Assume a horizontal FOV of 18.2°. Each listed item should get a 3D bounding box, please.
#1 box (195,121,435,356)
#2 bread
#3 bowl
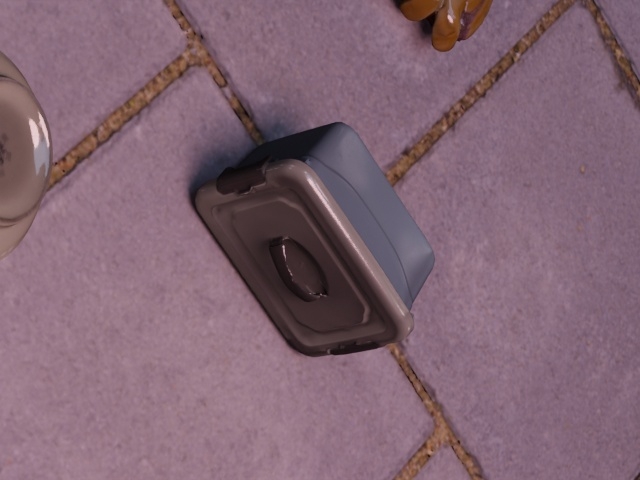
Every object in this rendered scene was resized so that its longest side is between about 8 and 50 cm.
[{"bbox_3d":[0.000,0.000,1.965,0.227,0.162,0.130,56,46,-20],"label":"box"},{"bbox_3d":[0.104,-0.316,2.119,0.134,0.081,0.225,-48,113,-36],"label":"bread"},{"bbox_3d":[-0.315,-0.075,1.700,0.237,0.126,0.238,5,84,-58],"label":"bowl"}]
